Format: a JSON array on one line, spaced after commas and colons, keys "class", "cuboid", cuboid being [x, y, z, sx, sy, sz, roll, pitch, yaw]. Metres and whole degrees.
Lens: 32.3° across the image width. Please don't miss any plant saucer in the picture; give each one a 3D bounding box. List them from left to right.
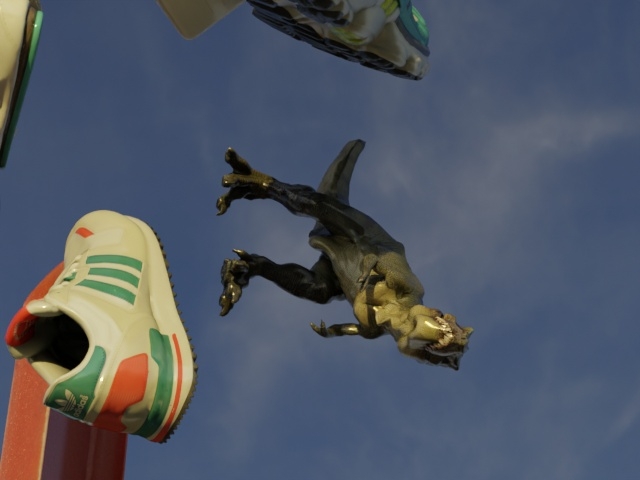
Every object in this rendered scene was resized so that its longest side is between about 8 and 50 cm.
[{"class": "plant saucer", "cuboid": [-0.225, 0.183, 0.979, 0.047, 0.259, 0.258, -2, -27, 3]}]

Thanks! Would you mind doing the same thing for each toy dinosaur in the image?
[{"class": "toy dinosaur", "cuboid": [0.000, 0.000, 0.638, 0.118, 0.268, 0.064, 9, -62, -18]}]

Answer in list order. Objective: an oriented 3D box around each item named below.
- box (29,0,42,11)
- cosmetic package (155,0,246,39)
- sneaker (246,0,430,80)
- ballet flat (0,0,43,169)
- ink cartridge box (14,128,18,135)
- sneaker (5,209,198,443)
[{"class": "box", "cuboid": [-0.441, -0.320, 1.477, 0.113, 0.275, 0.094, -21, -78, -14]}, {"class": "cosmetic package", "cuboid": [-0.070, -0.259, 0.680, 0.183, 0.151, 0.151, -35, -28, -1]}, {"class": "sneaker", "cuboid": [0.020, -0.160, 0.607, 0.107, 0.275, 0.110, 25, -88, 12]}, {"class": "ballet flat", "cuboid": [-0.386, -0.067, 1.157, 0.139, 0.139, 0.400, 11, -78, -10]}, {"class": "ink cartridge box", "cuboid": [-0.502, -0.115, 1.357, 0.181, 0.224, 0.056, -40, -104, 8]}, {"class": "sneaker", "cuboid": [-0.116, 0.031, 0.540, 0.075, 0.161, 0.057, 15, -61, -33]}]
